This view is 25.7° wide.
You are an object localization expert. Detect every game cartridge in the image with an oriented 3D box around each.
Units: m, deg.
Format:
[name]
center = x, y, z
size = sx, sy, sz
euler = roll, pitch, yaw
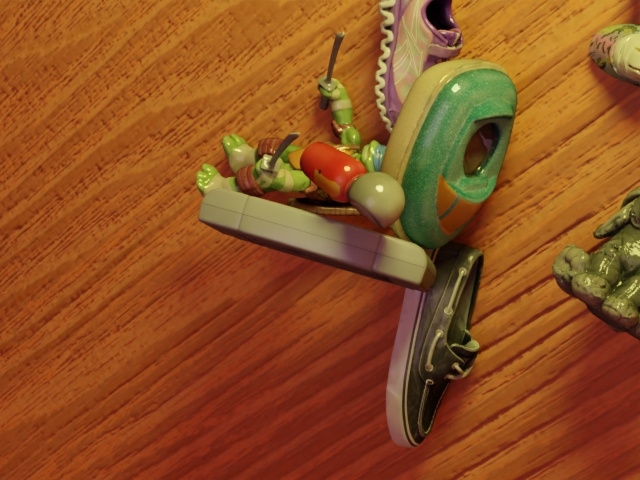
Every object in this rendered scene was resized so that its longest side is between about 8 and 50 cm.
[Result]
[game cartridge]
center = 0.000, 0.000, 1.788
size = 0.294, 0.196, 0.060
euler = 16, 90, 10

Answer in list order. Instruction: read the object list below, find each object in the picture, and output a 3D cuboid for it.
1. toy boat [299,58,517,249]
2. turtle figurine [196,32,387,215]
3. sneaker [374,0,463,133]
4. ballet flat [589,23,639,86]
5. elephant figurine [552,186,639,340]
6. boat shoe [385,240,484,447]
[toy boat]
center = 0.128, -0.087, 1.746
size = 0.148, 0.318, 0.267
euler = 35, 124, 36
[turtle figurine]
center = -0.046, -0.144, 1.897
size = 0.266, 0.275, 0.197
euler = -11, 62, 33
[sneaker]
center = 0.135, -0.241, 1.828
size = 0.105, 0.095, 0.236
euler = 7, 104, 34
[ballet flat]
center = 0.425, -0.207, 1.703
size = 0.222, 0.079, 0.076
euler = 26, 113, 20
[elephant figurine]
center = 0.415, -0.004, 1.723
size = 0.169, 0.186, 0.239
euler = 34, 90, -20
[boat shoe]
center = 0.164, 0.148, 1.910
size = 0.102, 0.108, 0.301
euler = 14, 101, 25
